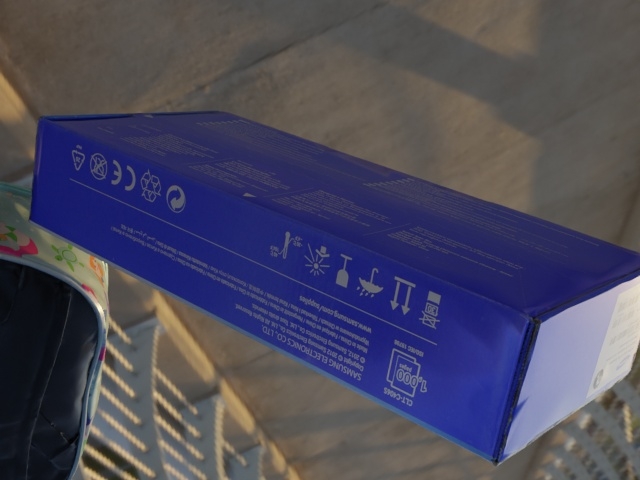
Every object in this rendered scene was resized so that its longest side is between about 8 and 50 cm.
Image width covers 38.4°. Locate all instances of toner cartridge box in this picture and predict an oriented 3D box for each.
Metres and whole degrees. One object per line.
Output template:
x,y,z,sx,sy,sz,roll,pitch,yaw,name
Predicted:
0.000,0.000,0.543,0.165,0.348,0.075,-10,117,-51,toner cartridge box

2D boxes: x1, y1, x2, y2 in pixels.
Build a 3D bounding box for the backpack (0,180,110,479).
-0.275,0.067,0.711,0.225,0.191,0.253,9,129,-18,backpack
